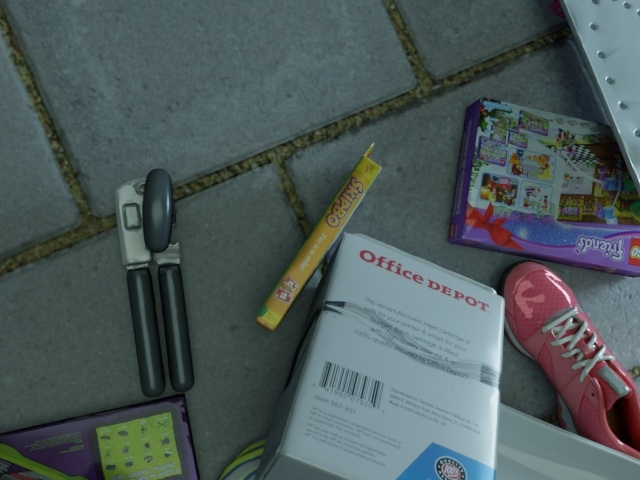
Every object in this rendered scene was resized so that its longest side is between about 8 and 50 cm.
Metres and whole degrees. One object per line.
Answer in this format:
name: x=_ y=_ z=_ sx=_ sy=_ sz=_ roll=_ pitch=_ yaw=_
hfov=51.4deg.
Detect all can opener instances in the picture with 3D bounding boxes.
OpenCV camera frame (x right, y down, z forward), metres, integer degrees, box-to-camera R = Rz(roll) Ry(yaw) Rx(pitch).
can opener: x=-0.208 y=0.054 z=0.827 sx=0.074 sy=0.093 sz=0.281 roll=-7 pitch=91 yaw=-11

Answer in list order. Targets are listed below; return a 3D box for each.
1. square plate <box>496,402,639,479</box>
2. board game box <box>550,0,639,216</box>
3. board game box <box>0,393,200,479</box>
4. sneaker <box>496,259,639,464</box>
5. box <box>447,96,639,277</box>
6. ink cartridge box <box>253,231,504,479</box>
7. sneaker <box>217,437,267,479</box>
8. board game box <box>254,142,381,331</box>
square plate: x=0.209 y=0.374 z=0.793 sx=0.344 sy=0.049 sz=0.347 roll=21 pitch=64 yaw=12
board game box: x=0.546 y=-0.256 z=0.956 sx=0.389 sy=0.050 sz=0.390 roll=-16 pitch=81 yaw=-15
board game box: x=-0.319 y=0.325 z=0.805 sx=0.346 sy=0.056 sz=0.208 roll=-10 pitch=83 yaw=-10
sneaker: x=0.354 y=0.161 z=0.884 sx=0.116 sy=0.136 sz=0.314 roll=-30 pitch=91 yaw=-11
box: x=0.338 y=-0.071 z=0.939 sx=0.293 sy=0.057 sz=0.201 roll=11 pitch=82 yaw=-9
ink cartridge box: x=0.078 y=0.169 z=0.762 sx=0.223 sy=0.129 sz=0.307 roll=23 pitch=46 yaw=-4
sneaker: x=-0.027 y=0.279 z=0.815 sx=0.240 sy=0.126 sz=0.091 roll=-31 pitch=91 yaw=-11
board game box: x=0.000 y=0.000 z=0.842 sx=0.039 sy=0.124 sz=0.259 roll=31 pitch=81 yaw=0
